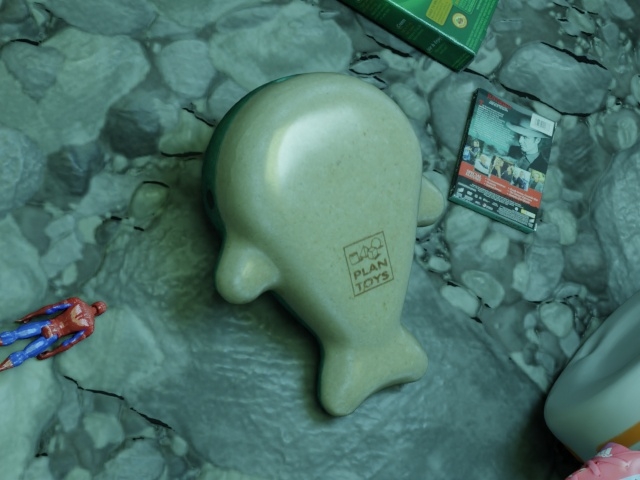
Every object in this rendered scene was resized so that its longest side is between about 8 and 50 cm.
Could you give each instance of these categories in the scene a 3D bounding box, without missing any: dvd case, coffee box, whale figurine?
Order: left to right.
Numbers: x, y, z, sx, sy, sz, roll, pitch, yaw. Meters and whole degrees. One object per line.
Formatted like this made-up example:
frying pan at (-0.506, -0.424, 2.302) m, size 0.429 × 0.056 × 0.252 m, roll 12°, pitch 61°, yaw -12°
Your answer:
whale figurine at (0.000, 0.000, 1.033) m, size 0.216 × 0.141 × 0.272 m, roll -24°, pitch 106°, yaw -27°
coffee box at (0.079, -0.251, 1.187) m, size 0.184 × 0.040 × 0.113 m, roll 29°, pitch 63°, yaw -10°
dvd case at (0.170, -0.074, 1.175) m, size 0.087 × 0.013 × 0.120 m, roll 21°, pitch 66°, yaw -13°

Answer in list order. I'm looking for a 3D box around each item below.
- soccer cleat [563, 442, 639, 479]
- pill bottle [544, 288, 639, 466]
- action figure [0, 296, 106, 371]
soccer cleat at (0.183, 0.188, 0.868) m, size 0.248 × 0.083 × 0.095 m, roll -8°, pitch 82°, yaw -29°
pill bottle at (0.394, 0.210, 1.042) m, size 0.392 × 0.224 × 0.224 m, roll 46°, pitch 62°, yaw -1°
action figure at (-0.211, 0.071, 0.962) m, size 0.115 × 0.030 × 0.038 m, roll -25°, pitch 87°, yaw -32°
